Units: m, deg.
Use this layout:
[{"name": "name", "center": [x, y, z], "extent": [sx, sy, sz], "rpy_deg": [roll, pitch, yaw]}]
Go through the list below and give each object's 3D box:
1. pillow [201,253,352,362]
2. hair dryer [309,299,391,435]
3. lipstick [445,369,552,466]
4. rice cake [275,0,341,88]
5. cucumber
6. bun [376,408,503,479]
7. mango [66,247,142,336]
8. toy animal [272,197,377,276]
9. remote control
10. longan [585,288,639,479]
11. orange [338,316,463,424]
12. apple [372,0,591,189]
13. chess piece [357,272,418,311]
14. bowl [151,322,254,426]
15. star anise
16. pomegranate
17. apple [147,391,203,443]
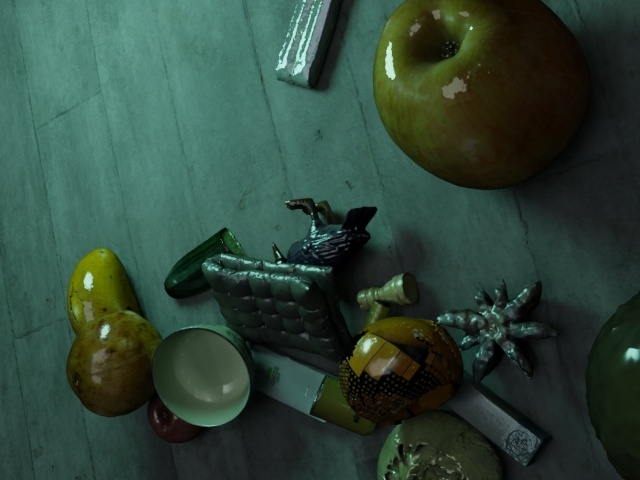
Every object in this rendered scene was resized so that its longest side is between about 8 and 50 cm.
[{"name": "pillow", "center": [-0.093, 0.138, 1.878], "extent": [0.326, 0.101, 0.228], "rpy_deg": [9, 131, 34]}, {"name": "hair dryer", "center": [0.090, 0.259, 1.790], "extent": [0.135, 0.090, 0.279], "rpy_deg": [22, 98, 2]}, {"name": "lipstick", "center": [0.297, 0.313, 1.692], "extent": [0.317, 0.068, 0.066], "rpy_deg": [37, 105, 29]}, {"name": "rice cake", "center": [-0.018, -0.501, 1.978], "extent": [0.106, 0.050, 0.298], "rpy_deg": [20, 96, 31]}, {"name": "cucumber", "center": [-0.294, 0.068, 2.091], "extent": [0.244, 0.063, 0.115], "rpy_deg": [-36, 67, 26]}, {"name": "bun", "center": [0.215, 0.458, 1.684], "extent": [0.259, 0.152, 0.259], "rpy_deg": [-2, 87, 31]}, {"name": "mango", "center": [-0.545, 0.153, 2.169], "extent": [0.160, 0.191, 0.290], "rpy_deg": [-20, 70, 21]}, {"name": "toy animal", "center": [0.000, 0.000, 1.879], "extent": [0.298, 0.122, 0.185], "rpy_deg": [-14, 73, 37]}, {"name": "remote control", "center": [-0.063, 0.316, 1.935], "extent": [0.250, 0.034, 0.103], "rpy_deg": [18, 95, 33]}, {"name": "longan", "center": [0.596, 0.228, 1.330], "extent": [0.391, 0.391, 0.391], "rpy_deg": [-3, 83, 32]}, {"name": "orange", "center": [0.148, 0.239, 1.618], "extent": [0.234, 0.234, 0.182], "rpy_deg": [-26, 61, 27]}, {"name": "apple", "center": [0.285, -0.293, 1.600], "extent": [0.391, 0.346, 0.391], "rpy_deg": [-8, 75, 31]}, {"name": "chess piece", "center": [0.139, 0.111, 1.818], "extent": [0.122, 0.066, 0.066], "rpy_deg": [-17, 76, 35]}, {"name": "bowl", "center": [-0.250, 0.287, 1.951], "extent": [0.237, 0.126, 0.238], "rpy_deg": [3, 105, 12]}, {"name": "star anise", "center": [0.341, 0.171, 1.665], "extent": [0.236, 0.093, 0.229], "rpy_deg": [18, 94, 30]}, {"name": "pomegranate", "center": [-0.467, 0.283, 1.999], "extent": [0.248, 0.248, 0.248], "rpy_deg": [-3, 83, 32]}, {"name": "apple", "center": [-0.339, 0.403, 2.049], "extent": [0.153, 0.120, 0.153], "rpy_deg": [-3, 84, 30]}]
